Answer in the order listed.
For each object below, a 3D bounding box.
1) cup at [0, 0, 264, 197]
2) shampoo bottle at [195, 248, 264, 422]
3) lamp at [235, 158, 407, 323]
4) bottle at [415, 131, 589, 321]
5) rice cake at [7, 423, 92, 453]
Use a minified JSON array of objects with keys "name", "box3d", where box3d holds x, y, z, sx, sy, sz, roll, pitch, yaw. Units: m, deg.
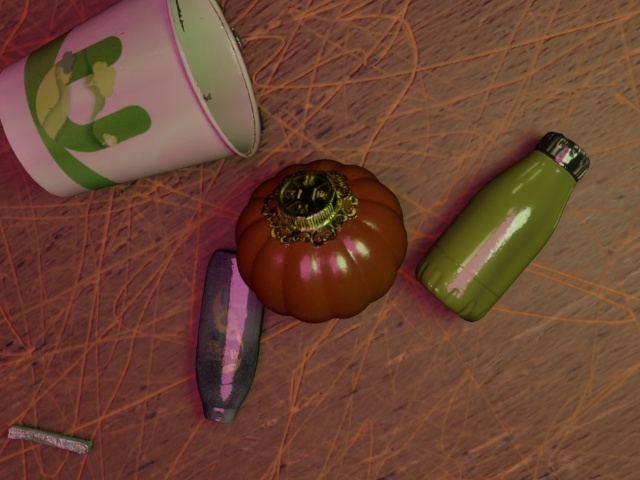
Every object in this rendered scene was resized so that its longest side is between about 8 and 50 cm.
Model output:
[{"name":"cup","box3d":[-0.241,-0.186,1.089,0.274,0.253,0.253,-18,91,14]},{"name":"shampoo bottle","box3d":[-0.125,0.131,1.176,0.087,0.049,0.233,8,94,7]},{"name":"lamp","box3d":[0.000,0.000,1.087,0.223,0.196,0.223,-6,53,8]},{"name":"bottle","box3d":[0.240,-0.022,1.104,0.112,0.112,0.260,39,95,2]},{"name":"rice cake","box3d":[-0.385,0.284,1.220,0.121,0.022,0.021,11,94,4]}]
